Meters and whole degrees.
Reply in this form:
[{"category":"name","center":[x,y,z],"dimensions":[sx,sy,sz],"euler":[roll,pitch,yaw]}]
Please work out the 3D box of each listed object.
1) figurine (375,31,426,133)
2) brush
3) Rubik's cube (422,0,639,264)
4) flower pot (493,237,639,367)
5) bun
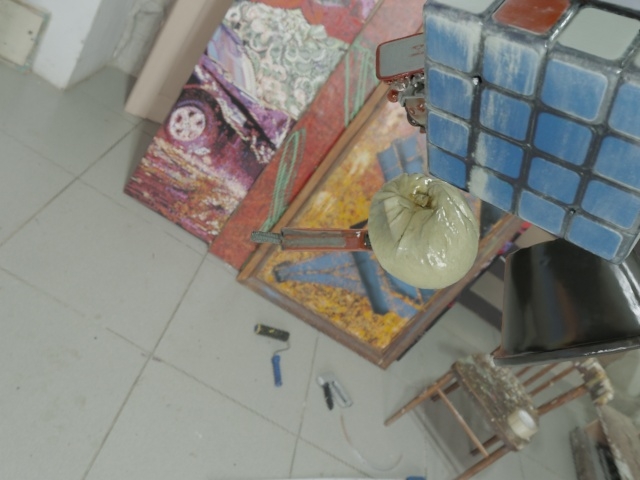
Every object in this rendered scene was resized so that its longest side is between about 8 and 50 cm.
[{"category":"figurine","center":[0.240,-0.332,1.287],"dimensions":[0.226,0.183,0.160],"euler":[66,22,-44]},{"category":"brush","center":[0.000,0.001,1.108],"dimensions":[0.070,0.323,0.051],"euler":[-7,98,-61]},{"category":"Rubik's cube","center":[0.280,-0.178,0.595],"dimensions":[0.256,0.253,0.259],"euler":[31,-20,29]},{"category":"flower pot","center":[0.366,0.081,0.808],"dimensions":[0.268,0.269,0.166],"euler":[5,71,-46]},{"category":"bun","center":[0.152,-0.023,0.839],"dimensions":[0.111,0.163,0.188],"euler":[72,15,-58]}]
